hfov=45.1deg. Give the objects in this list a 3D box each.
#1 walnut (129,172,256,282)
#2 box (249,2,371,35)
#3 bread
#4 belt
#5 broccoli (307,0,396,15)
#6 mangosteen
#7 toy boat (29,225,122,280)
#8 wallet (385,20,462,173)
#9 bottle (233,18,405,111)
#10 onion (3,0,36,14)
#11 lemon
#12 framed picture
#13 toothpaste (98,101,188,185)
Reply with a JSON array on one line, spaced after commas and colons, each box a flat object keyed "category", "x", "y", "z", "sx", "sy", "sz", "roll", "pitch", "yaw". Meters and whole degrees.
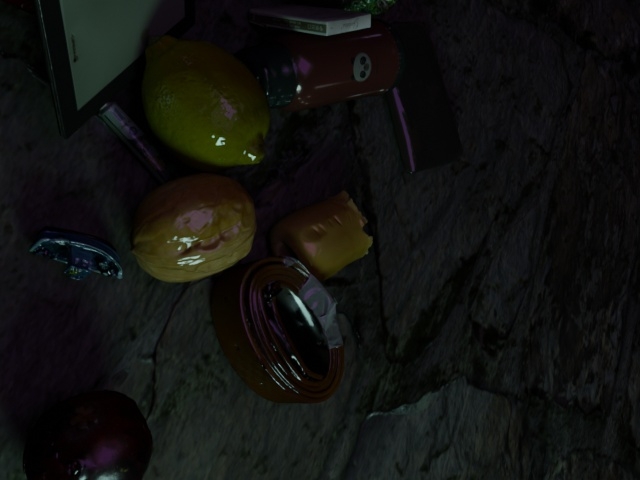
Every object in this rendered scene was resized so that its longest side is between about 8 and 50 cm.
[{"category": "walnut", "x": -0.191, "y": -0.020, "z": 1.160, "sx": 0.206, "sy": 0.159, "sz": 0.159, "roll": -25, "pitch": 99, "yaw": -32}, {"category": "box", "x": -0.020, "y": -0.384, "z": 1.334, "sx": 0.109, "sy": 0.198, "sz": 0.029, "roll": -23, "pitch": 122, "yaw": -39}, {"category": "bread", "x": 0.001, "y": 0.000, "z": 1.354, "sx": 0.173, "sy": 0.085, "sz": 0.134, "roll": -33, "pitch": 103, "yaw": -38}, {"category": "belt", "x": -0.062, "y": 0.149, "z": 1.268, "sx": 0.184, "sy": 0.105, "sz": 0.261, "roll": -36, "pitch": 105, "yaw": -39}, {"category": "broccoli", "x": 0.051, "y": -0.532, "z": 1.402, "sx": 0.261, "sy": 0.241, "sz": 0.269, "roll": 52, "pitch": 23, "yaw": 3}, {"category": "mangosteen", "x": -0.302, "y": 0.295, "z": 1.027, "sx": 0.166, "sy": 0.166, "sz": 0.180, "roll": -38, "pitch": 131, "yaw": -36}, {"category": "toy boat", "x": -0.341, "y": 0.024, "z": 1.090, "sx": 0.137, "sy": 0.060, "sz": 0.061, "roll": 22, "pitch": 50, "yaw": -41}, {"category": "wallet", "x": 0.195, "y": -0.299, "z": 1.589, "sx": 0.165, "sy": 0.042, "sz": 0.309, "roll": -19, "pitch": 94, "yaw": -37}, {"category": "bottle", "x": -0.009, "y": -0.307, "z": 1.359, "sx": 0.336, "sy": 0.144, "sz": 0.144, "roll": -19, "pitch": 95, "yaw": -39}, {"category": "onion", "x": -0.354, "y": -0.459, "z": 1.046, "sx": 0.314, "sy": 0.232, "sz": 0.314, "roll": -15, "pitch": 108, "yaw": -54}, {"category": "lemon", "x": -0.180, "y": -0.208, "z": 1.184, "sx": 0.248, "sy": 0.184, "sz": 0.184, "roll": 49, "pitch": 54, "yaw": -1}, {"category": "framed picture", "x": -0.274, "y": -0.337, "z": 1.087, "sx": 0.016, "sy": 0.265, "sz": 0.347, "roll": 24, "pitch": 51, "yaw": 12}, {"category": "toothpaste", "x": -0.278, "y": -0.148, "z": 1.189, "sx": 0.204, "sy": 0.031, "sz": 0.049, "roll": 49, "pitch": 60, "yaw": -24}]
